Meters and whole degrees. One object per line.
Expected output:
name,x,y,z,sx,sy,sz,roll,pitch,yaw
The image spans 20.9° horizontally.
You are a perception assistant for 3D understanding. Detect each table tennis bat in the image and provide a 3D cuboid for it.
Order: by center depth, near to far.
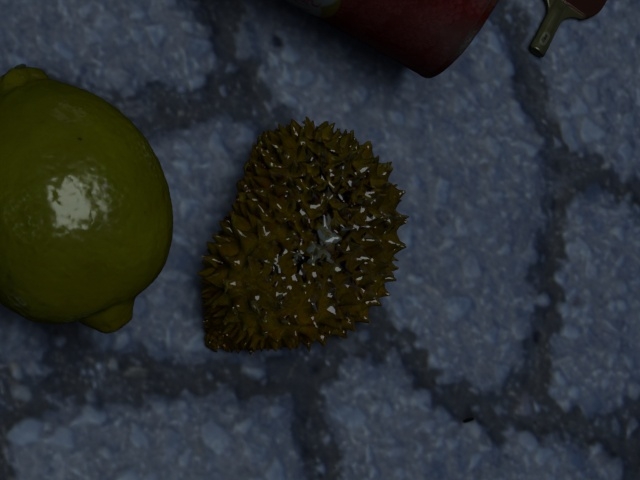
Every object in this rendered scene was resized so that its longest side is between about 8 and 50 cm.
table tennis bat,0.255,-0.256,1.800,0.087,0.013,0.156,32,70,-15

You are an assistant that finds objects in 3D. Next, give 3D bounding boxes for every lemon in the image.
lemon,-0.224,-0.036,1.498,0.184,0.184,0.248,-23,90,-22

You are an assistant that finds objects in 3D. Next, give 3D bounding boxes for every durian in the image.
durian,-0.002,-0.006,1.603,0.183,0.138,0.249,25,67,-6

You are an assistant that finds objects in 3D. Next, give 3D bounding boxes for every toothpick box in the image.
toothpick box,0.006,-0.315,1.617,0.333,0.204,0.204,28,73,-14
